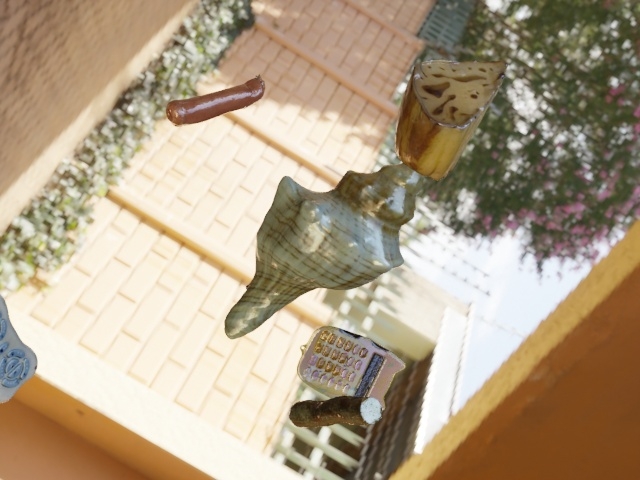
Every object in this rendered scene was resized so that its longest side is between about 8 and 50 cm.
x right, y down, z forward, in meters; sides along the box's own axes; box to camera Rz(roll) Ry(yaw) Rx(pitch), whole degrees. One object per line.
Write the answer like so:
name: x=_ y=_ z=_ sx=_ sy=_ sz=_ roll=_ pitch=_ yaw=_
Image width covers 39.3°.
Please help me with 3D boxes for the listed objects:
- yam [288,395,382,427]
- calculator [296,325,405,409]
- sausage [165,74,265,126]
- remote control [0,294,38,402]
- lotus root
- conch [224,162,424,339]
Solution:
yam: x=0.026 y=0.333 z=1.748 sx=0.253 sy=0.061 sz=0.061 roll=-18 pitch=-143 yaw=53
calculator: x=0.060 y=0.279 z=1.988 sx=0.157 sy=0.237 sz=0.033 roll=-63 pitch=-167 yaw=6
sausage: x=-0.143 y=-0.196 z=1.265 sx=0.158 sy=0.036 sz=0.042 roll=-24 pitch=123 yaw=-28
remote control: x=-0.352 y=0.115 z=0.967 sx=0.074 sy=0.032 sz=0.122 roll=-53 pitch=138 yaw=-41
lotus root: x=0.138 y=-0.142 z=1.042 sx=0.159 sy=0.095 sz=0.135 roll=-38 pitch=156 yaw=-51
conch: x=0.000 y=-0.004 z=1.299 sx=0.386 sy=0.203 sz=0.169 roll=-34 pitch=164 yaw=-6
